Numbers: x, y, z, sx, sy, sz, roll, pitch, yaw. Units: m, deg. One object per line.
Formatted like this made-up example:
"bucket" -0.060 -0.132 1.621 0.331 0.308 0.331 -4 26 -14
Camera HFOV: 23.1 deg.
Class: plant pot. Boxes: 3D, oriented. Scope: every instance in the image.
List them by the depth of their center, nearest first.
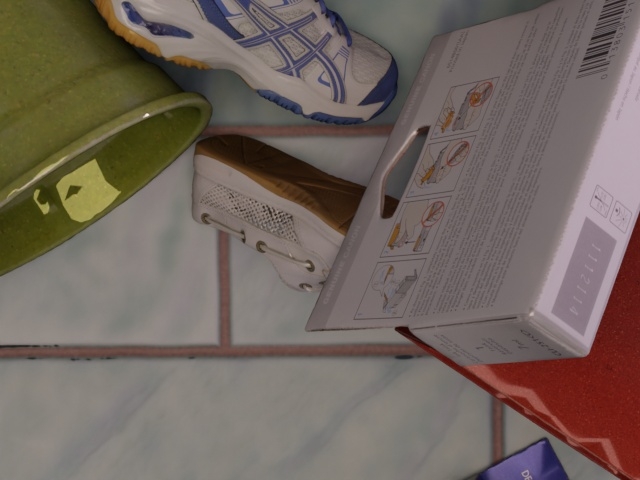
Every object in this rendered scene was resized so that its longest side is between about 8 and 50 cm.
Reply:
"plant pot" -0.274 -0.135 1.297 0.276 0.276 0.254 -36 84 6
"plant pot" 0.249 0.057 1.309 0.267 0.267 0.236 33 88 -4

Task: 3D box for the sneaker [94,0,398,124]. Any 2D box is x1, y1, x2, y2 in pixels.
"sneaker" -0.033 -0.190 1.279 0.296 0.112 0.131 16 117 -38

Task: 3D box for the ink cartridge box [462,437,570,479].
"ink cartridge box" 0.142 0.385 1.445 0.307 0.072 0.304 -28 97 7

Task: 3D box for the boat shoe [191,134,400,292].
"boat shoe" 0.000 0.000 1.344 0.277 0.098 0.096 29 118 32

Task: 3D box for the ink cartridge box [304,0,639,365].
"ink cartridge box" 0.138 -0.048 1.186 0.066 0.261 0.296 35 66 -27
